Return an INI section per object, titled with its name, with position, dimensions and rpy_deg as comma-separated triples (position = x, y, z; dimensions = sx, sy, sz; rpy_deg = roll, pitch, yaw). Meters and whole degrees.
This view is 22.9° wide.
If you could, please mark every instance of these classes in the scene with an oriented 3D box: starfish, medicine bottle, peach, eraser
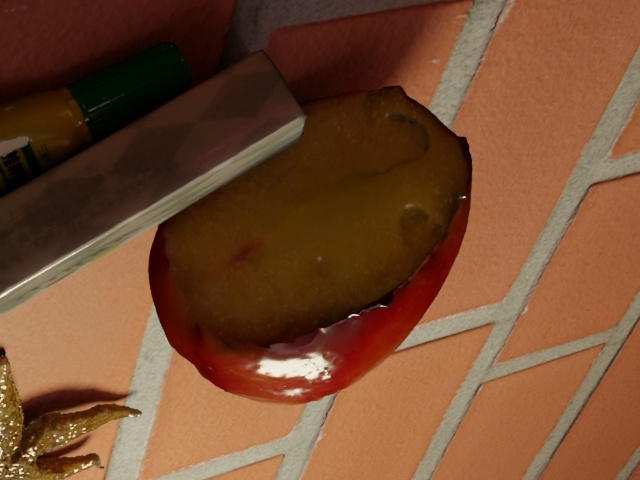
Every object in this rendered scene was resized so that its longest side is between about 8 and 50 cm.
[starfish]
position = -0.350, 0.228, 1.729
dimensions = 0.299, 0.060, 0.302
rpy_deg = -27, 149, -5
[medicine bottle]
position = -0.234, -0.098, 1.361
dimensions = 0.260, 0.064, 0.095
rpy_deg = -28, 157, -11
[peach]
position = 0.000, 0.000, 1.523
dimensions = 0.281, 0.281, 0.338
rpy_deg = 8, 135, -49
[eraser]
position = -0.202, -0.030, 1.392
dimensions = 0.397, 0.082, 0.213
rpy_deg = -30, 178, -3
